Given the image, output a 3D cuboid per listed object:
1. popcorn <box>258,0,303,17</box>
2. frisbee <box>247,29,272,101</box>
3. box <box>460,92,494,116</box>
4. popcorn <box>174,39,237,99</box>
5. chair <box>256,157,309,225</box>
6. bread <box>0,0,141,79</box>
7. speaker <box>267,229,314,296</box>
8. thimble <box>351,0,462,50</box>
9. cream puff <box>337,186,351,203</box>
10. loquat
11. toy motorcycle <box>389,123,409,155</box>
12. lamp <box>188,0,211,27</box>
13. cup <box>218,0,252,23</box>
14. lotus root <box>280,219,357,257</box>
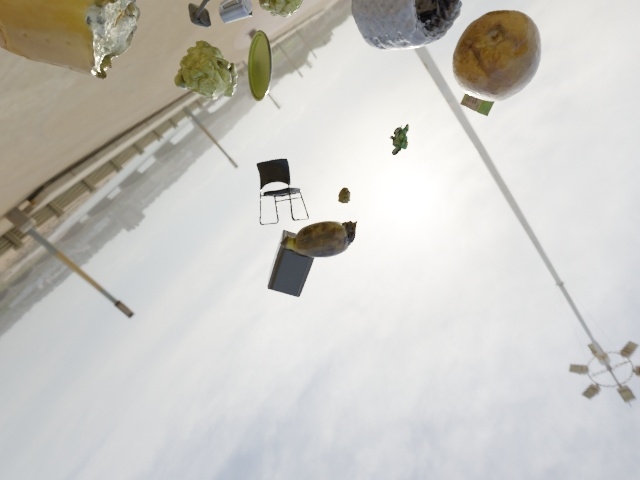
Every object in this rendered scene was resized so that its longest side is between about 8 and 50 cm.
[{"bbox_3d":[-0.192,-1.171,2.011,0.259,0.259,0.212,-25,177,36],"label":"popcorn"},{"bbox_3d":[-0.216,-0.616,1.522,0.017,0.236,0.236,-7,-174,-27],"label":"frisbee"},{"bbox_3d":[0.767,-0.706,2.042,0.260,0.062,0.175,-93,-157,-64],"label":"box"},{"bbox_3d":[-0.505,-0.733,1.902,0.235,0.242,0.250,104,6,-52],"label":"popcorn"},{"bbox_3d":[-0.141,-0.173,1.533,0.140,0.221,0.145,-7,-177,20],"label":"chair"},{"bbox_3d":[-0.775,-0.655,1.275,0.361,0.394,0.250,-91,-167,-51],"label":"bread"},{"bbox_3d":[-0.126,0.101,1.849,0.192,0.153,0.231,-99,-153,-69],"label":"speaker"},{"bbox_3d":[0.202,-0.548,0.966,0.157,0.217,0.245,23,-140,38],"label":"thimble"},{"bbox_3d":[0.125,-0.228,2.186,0.083,0.058,0.083,-49,-129,34],"label":"cream puff"},{"bbox_3d":[0.567,-0.576,1.362,0.276,0.284,0.276,-14,-115,32],"label":"loquat"},{"bbox_3d":[0.445,-0.561,2.385,0.106,0.074,0.190,-14,-123,43],"label":"toy motorcycle"},{"bbox_3d":[-0.544,-1.230,2.144,0.283,0.203,0.124,-23,166,30],"label":"lamp"},{"bbox_3d":[-0.323,-0.870,1.599,0.116,0.074,0.104,-9,170,17],"label":"cup"},{"bbox_3d":[0.000,0.000,1.670,0.314,0.141,0.169,-10,174,2],"label":"lotus root"}]
